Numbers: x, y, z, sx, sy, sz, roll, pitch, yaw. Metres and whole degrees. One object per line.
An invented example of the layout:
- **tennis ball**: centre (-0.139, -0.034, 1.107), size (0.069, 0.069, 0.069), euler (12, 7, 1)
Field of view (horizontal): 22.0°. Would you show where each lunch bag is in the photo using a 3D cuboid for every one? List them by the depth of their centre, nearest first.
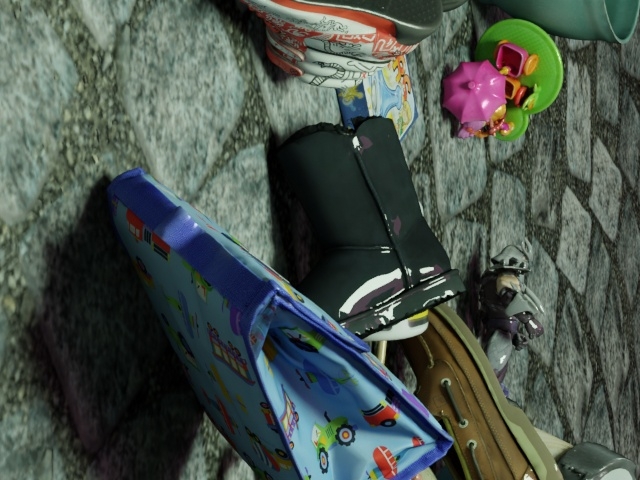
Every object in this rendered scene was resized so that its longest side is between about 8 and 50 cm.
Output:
- **lunch bag**: centre (-0.058, 0.073, 1.300), size (0.138, 0.221, 0.293), euler (-42, 134, -7)

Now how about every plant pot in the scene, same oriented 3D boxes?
- **plant pot**: centre (0.298, -0.401, 2.158), size (0.293, 0.196, 0.293), euler (1, 90, -68)

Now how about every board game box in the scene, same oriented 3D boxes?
- **board game box**: centre (0.054, -0.194, 1.792), size (0.136, 0.035, 0.201), euler (-56, 140, -52)

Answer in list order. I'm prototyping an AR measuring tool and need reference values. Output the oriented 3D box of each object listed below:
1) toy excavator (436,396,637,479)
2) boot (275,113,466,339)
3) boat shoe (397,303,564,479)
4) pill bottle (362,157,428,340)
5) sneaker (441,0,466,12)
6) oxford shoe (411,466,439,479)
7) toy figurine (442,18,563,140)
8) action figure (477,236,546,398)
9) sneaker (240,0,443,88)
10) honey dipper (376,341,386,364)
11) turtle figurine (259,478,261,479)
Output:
- **toy excavator**: centre (0.220, 0.467, 1.965), size (0.445, 0.222, 0.433), euler (-53, 134, -11)
- **boot**: centre (0.000, 0.000, 1.585), size (0.247, 0.094, 0.207), euler (-23, 82, -24)
- **boat shoe**: centre (0.142, 0.178, 1.800), size (0.307, 0.104, 0.110), euler (55, -15, 37)
- **pill bottle**: centre (0.057, 0.008, 1.711), size (0.103, 0.103, 0.184), euler (-18, 106, -66)
- **sneaker**: centre (0.163, -0.401, 1.934), size (0.146, 0.123, 0.330), euler (49, 42, -63)
- **oxford shoe**: centre (0.045, 0.261, 1.703), size (0.397, 0.140, 0.146), euler (53, 9, -46)
- **toy figurine**: centre (0.211, -0.182, 2.106), size (0.159, 0.130, 0.173), euler (-31, 144, -48)
- **action figure**: centre (0.231, 0.132, 2.106), size (0.185, 0.099, 0.285), euler (69, 34, -77)
- **sneaker**: centre (-0.034, -0.215, 1.518), size (0.270, 0.145, 0.090), euler (14, 61, -30)
- **honey dipper**: centre (0.070, 0.095, 1.840), size (0.030, 0.030, 0.160), euler (27, 69, -64)
- **turtle figurine**: centre (-0.009, 0.262, 1.462), size (0.087, 0.217, 0.269), euler (-19, 101, -51)
